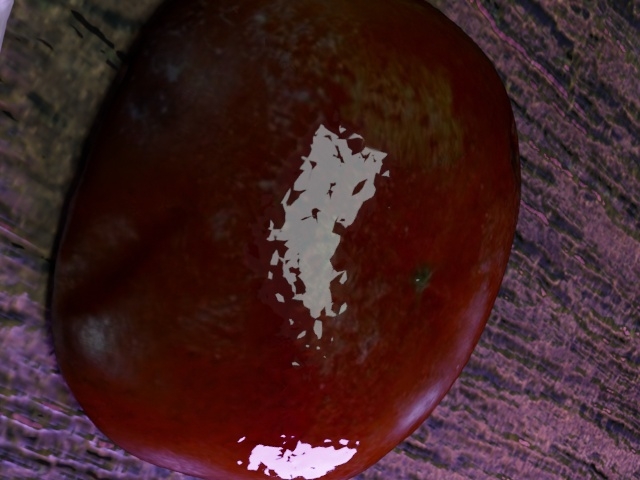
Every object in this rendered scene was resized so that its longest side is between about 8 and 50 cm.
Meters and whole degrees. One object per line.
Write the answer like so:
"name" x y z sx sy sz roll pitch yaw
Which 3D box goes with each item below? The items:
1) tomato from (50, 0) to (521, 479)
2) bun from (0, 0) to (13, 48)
"tomato" 0.012 0.004 0.853 0.338 0.144 0.338 -24 123 -43
"bun" -0.245 -0.078 0.411 0.365 0.219 0.365 -51 162 -23
